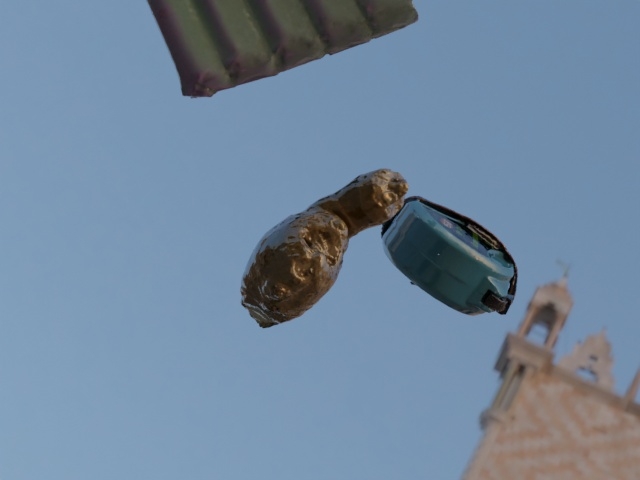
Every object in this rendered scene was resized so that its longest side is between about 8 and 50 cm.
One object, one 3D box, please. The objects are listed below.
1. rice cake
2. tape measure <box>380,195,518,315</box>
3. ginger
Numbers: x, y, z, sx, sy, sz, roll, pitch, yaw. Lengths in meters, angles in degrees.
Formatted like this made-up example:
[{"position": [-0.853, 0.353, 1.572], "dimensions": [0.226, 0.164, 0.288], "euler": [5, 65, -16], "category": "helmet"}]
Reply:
[{"position": [-0.052, -0.211, 1.034], "dimensions": [0.189, 0.037, 0.198], "euler": [-20, -100, 5], "category": "rice cake"}, {"position": [0.125, 0.016, 1.399], "dimensions": [0.146, 0.125, 0.081], "euler": [34, -76, -2], "category": "tape measure"}, {"position": [-0.001, 0.002, 1.154], "dimensions": [0.165, 0.096, 0.067], "euler": [-42, -84, 11], "category": "ginger"}]
